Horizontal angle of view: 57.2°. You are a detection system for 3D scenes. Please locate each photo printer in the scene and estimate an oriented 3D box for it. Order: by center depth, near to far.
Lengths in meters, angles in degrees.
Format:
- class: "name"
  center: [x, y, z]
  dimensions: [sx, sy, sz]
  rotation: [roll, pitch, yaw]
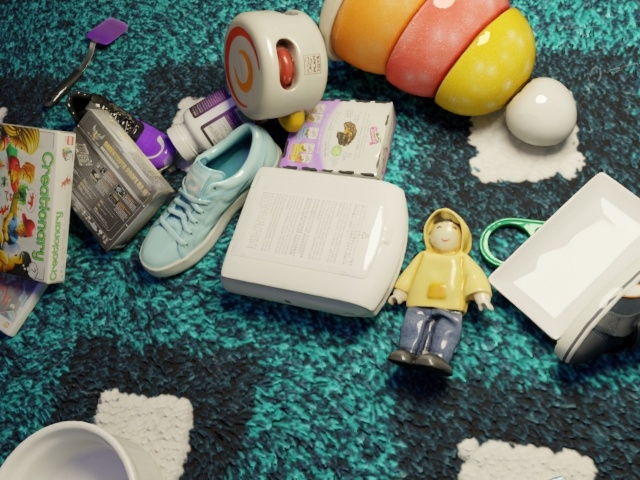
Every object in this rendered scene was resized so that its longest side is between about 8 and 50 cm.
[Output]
- class: "photo printer"
  center: [0.000, 0.000, 1.063]
  dimensions: [0.308, 0.107, 0.255]
  rotation: [8, 68, 20]

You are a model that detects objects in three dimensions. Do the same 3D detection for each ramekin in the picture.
- class: "ramekin"
  center: [-0.394, 0.448, 0.968]
  dimensions: [0.277, 0.135, 0.277]
  rotation: [-6, 66, 13]

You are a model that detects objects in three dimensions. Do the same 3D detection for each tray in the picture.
- class: "tray"
  center: [0.421, 0.024, 0.961]
  dimensions: [0.270, 0.030, 0.145]
  rotation: [-43, 65, -3]

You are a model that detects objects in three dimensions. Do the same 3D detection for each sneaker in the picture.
- class: "sneaker"
  center: [0.503, 0.094, 0.879]
  dimensions: [0.321, 0.126, 0.127]
  rotation: [-41, 60, -4]
- class: "sneaker"
  center: [-0.236, -0.093, 1.147]
  dimensions: [0.135, 0.150, 0.366]
  rotation: [36, 81, 26]
- class: "sneaker"
  center: [-0.445, -0.242, 1.268]
  dimensions: [0.293, 0.146, 0.102]
  rotation: [27, 76, 25]

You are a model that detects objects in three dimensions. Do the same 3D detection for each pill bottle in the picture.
- class: "pill bottle"
  center: [-0.218, -0.248, 1.231]
  dimensions: [0.194, 0.108, 0.108]
  rotation: [-31, 63, 0]

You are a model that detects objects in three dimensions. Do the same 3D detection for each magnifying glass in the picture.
- class: "magnifying glass"
  center: [0.390, -0.012, 1.014]
  dimensions: [0.231, 0.026, 0.092]
  rotation: [-17, 64, 10]

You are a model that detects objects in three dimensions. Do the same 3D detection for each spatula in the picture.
- class: "spatula"
  center: [-0.587, -0.443, 1.458]
  dimensions: [0.084, 0.030, 0.296]
  rotation: [26, 76, 21]

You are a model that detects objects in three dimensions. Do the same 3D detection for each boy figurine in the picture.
- class: "boy figurine"
  center: [0.205, 0.080, 0.983]
  dimensions: [0.177, 0.092, 0.285]
  rotation: [7, 71, 34]

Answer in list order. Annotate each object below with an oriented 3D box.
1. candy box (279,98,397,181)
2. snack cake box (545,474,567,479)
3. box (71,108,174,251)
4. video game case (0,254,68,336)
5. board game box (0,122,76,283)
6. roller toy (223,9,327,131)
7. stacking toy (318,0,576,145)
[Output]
- class: "candy box"
  center: [0.038, -0.191, 1.158]
  dimensions: [0.196, 0.070, 0.164]
  rotation: [8, 70, 19]
- class: "snack cake box"
  center: [0.243, 0.446, 0.821]
  dimensions: [0.265, 0.089, 0.152]
  rotation: [-20, 62, 6]
- class: "box"
  center: [-0.434, -0.122, 1.194]
  dimensions: [0.183, 0.056, 0.231]
  rotation: [-44, 81, 18]
- class: "video game case"
  center: [-0.664, 0.079, 1.261]
  dimensions: [0.184, 0.023, 0.201]
  rotation: [23, 75, 23]
- class: "board game box"
  center: [-0.601, -0.079, 1.198]
  dimensions: [0.193, 0.053, 0.305]
  rotation: [10, 98, 19]
- class: "roller toy"
  center: [-0.080, -0.326, 1.098]
  dimensions: [0.146, 0.191, 0.209]
  rotation: [-16, 67, -29]
- class: "stacking toy"
  center: [0.262, -0.343, 1.076]
  dimensions: [0.351, 0.350, 0.480]
  rotation: [-43, 81, -5]
